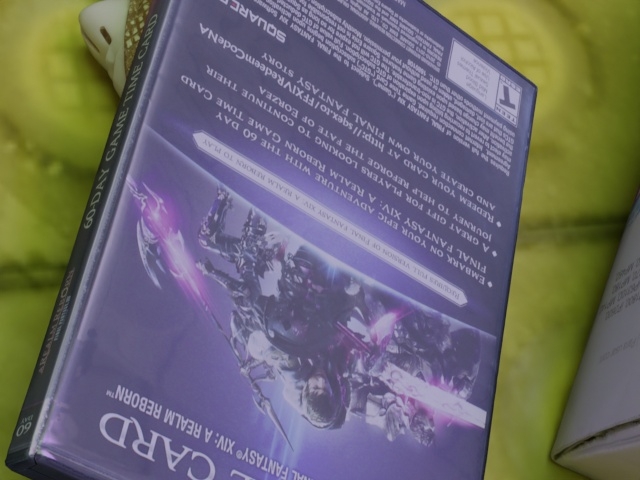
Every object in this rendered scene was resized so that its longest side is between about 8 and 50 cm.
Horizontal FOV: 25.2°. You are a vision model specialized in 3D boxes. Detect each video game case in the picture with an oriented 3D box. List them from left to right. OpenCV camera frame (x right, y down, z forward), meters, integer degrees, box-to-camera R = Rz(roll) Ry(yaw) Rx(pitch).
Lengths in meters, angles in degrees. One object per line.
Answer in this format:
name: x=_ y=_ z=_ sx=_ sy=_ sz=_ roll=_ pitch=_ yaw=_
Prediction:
video game case: x=0.000 y=0.000 z=0.575 sx=0.196 sy=0.026 sz=0.274 roll=31 pitch=56 yaw=-28

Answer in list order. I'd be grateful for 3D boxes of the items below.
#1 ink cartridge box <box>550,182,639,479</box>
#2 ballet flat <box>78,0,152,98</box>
ink cartridge box: x=0.259 y=-0.008 z=0.614 sx=0.226 sy=0.131 sz=0.306 roll=25 pitch=72 yaw=-4
ballet flat: x=-0.072 y=-0.111 z=0.639 sx=0.067 sy=0.073 sz=0.206 roll=-5 pitch=59 yaw=9
